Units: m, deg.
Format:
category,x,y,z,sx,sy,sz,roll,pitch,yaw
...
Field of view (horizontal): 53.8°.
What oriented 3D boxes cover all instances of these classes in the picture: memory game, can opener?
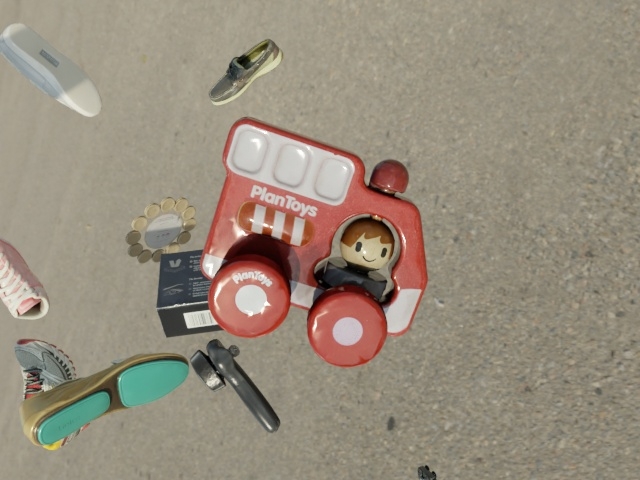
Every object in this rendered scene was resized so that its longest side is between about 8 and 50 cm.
category,x,y,z,sx,sy,sz,roll,pitch,yaw
memory game,-0.364,-0.023,1.448,0.012,0.186,0.186,41,117,30
can opener,-0.130,0.240,1.041,0.073,0.186,0.059,-43,1,9

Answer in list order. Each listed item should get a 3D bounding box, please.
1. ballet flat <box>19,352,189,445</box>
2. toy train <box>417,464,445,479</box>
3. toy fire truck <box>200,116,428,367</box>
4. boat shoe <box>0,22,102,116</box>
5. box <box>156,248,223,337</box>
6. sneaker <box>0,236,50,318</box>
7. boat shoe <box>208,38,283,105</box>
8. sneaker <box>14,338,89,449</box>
category,x,y,z,sx,sy,sz,roll,pitch,yaw
ballet flat,-0.292,0.197,0.861,0.073,0.232,0.080,27,121,39
toy train,0.227,0.462,1.148,0.158,0.027,0.036,24,122,61
toy fire truck,0.000,0.000,0.814,0.169,0.302,0.254,-92,19,-75
boat shoe,-0.447,-0.270,1.039,0.063,0.184,0.066,-15,48,39
box,-0.241,0.101,1.274,0.158,0.155,0.093,-101,6,-48
sneaker,-0.382,0.049,0.779,0.051,0.134,0.070,-37,50,-12
boat shoe,-0.201,-0.435,1.606,0.223,0.073,0.080,-34,56,6
sneaker,-0.481,0.271,1.112,0.088,0.093,0.225,-3,115,23
